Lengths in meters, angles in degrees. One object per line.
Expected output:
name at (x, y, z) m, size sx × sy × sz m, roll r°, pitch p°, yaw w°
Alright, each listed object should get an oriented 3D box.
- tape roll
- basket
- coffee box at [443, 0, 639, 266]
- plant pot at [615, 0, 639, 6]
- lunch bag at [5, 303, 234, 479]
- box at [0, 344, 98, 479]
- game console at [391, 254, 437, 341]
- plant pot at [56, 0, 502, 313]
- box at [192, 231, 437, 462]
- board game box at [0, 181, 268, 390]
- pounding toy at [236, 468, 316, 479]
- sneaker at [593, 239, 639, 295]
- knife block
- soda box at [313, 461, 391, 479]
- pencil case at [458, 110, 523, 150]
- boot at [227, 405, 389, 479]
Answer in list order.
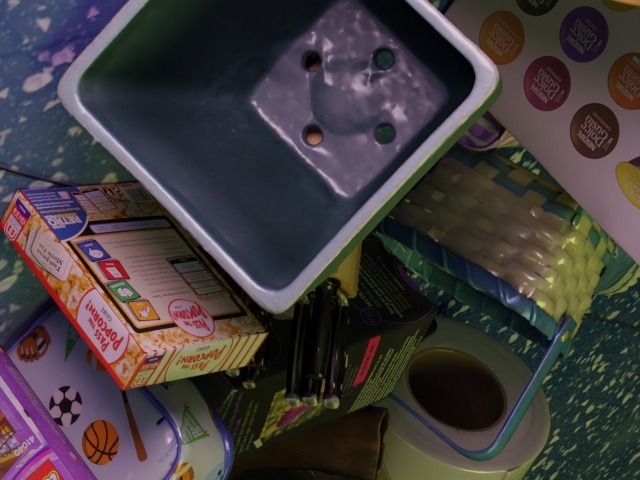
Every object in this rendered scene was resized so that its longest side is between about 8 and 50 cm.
tape roll at (0.131, 0.231, 2.116) m, size 0.246 × 0.246 × 0.169 m, roll -17°, pitch 145°, yaw -40°
basket at (0.161, 0.060, 1.871) m, size 0.289 × 0.255 × 0.201 m, roll -51°, pitch 149°, yaw -7°
coffee box at (0.380, -0.197, 1.673) m, size 0.338 × 0.337 × 0.334 m, roll -4°, pitch 137°, yaw -52°
plant pot at (0.179, -0.317, 1.314) m, size 0.291 × 0.291 × 0.203 m, roll -5°, pitch 121°, yaw -50°
lunch bag at (-0.233, 0.223, 1.610) m, size 0.303 × 0.243 × 0.115 m, roll -49°, pitch 153°, yaw 14°
box at (-0.348, 0.248, 1.543) m, size 0.293 × 0.201 × 0.057 m, roll -43°, pitch 154°, yaw 6°
game console at (0.066, 0.086, 1.996) m, size 0.122 × 0.071 × 0.107 m, roll -35°, pitch 154°, yaw -14°
plant pot at (-0.005, -0.120, 1.404) m, size 0.247 × 0.248 × 0.252 m, roll -47°, pitch 171°, yaw 12°
box at (-0.047, 0.095, 1.749) m, size 0.270 × 0.165 × 0.143 m, roll -17°, pitch 146°, yaw -39°
board game box at (-0.156, 0.032, 1.473) m, size 0.147 × 0.193 × 0.045 m, roll -6°, pitch 138°, yaw -49°
pounding toy at (-0.084, 0.327, 2.125) m, size 0.141 × 0.130 × 0.100 m, roll -26°, pitch 151°, yaw -44°
sneaker at (0.373, -0.038, 2.152) m, size 0.147 × 0.130 × 0.330 m, roll -19°, pitch 147°, yaw -42°
knife block at (0.000, 0.000, 1.569) m, size 0.276 × 0.242 × 0.088 m, roll -40°, pitch 162°, yaw -2°
soda box at (0.016, 0.215, 1.996) m, size 0.061 × 0.181 × 0.058 m, roll -32°, pitch 160°, yaw 28°
pencil case at (0.215, -0.129, 1.843) m, size 0.206 × 0.088 × 0.086 m, roll -3°, pitch 134°, yaw -51°
boot at (-0.039, 0.235, 1.931) m, size 0.248 × 0.207 × 0.090 m, roll 100°, pitch 12°, yaw -46°
